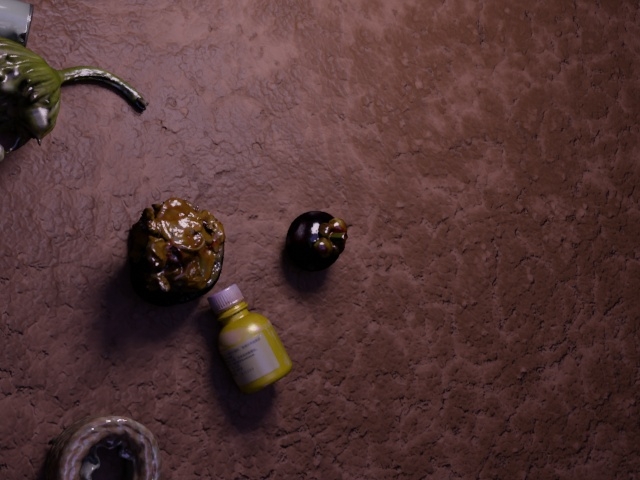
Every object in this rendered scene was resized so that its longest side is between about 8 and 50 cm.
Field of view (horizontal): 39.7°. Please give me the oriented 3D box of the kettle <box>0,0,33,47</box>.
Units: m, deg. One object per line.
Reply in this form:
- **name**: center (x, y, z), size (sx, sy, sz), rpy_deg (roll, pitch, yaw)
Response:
- **kettle**: center (-0.641, -0.435, 1.729), size (0.148, 0.127, 0.098), rpy_deg (9, 96, -20)

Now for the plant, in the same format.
- **plant**: center (-0.550, -0.300, 1.767), size (0.251, 0.180, 0.333), rpy_deg (57, 30, 3)

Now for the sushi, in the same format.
- **sushi**: center (-0.288, 0.019, 1.743), size (0.213, 0.204, 0.200), rpy_deg (-14, 81, -33)

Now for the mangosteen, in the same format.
- **mangosteen**: center (0.000, 0.000, 1.914), size (0.137, 0.151, 0.137), rpy_deg (6, 81, -43)

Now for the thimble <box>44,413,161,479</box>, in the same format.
- **thimble**: center (-0.401, 0.437, 1.635), size (0.196, 0.148, 0.229), rpy_deg (-7, 85, -29)

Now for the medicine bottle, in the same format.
- **medicine bottle**: center (-0.155, 0.197, 1.815), size (0.122, 0.122, 0.212), rpy_deg (-28, 91, -28)
